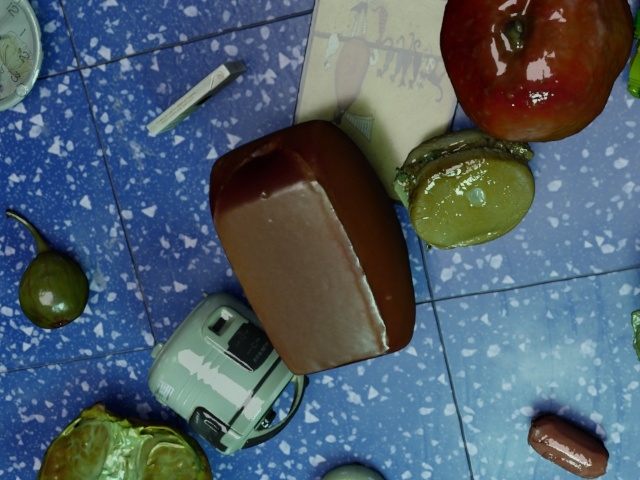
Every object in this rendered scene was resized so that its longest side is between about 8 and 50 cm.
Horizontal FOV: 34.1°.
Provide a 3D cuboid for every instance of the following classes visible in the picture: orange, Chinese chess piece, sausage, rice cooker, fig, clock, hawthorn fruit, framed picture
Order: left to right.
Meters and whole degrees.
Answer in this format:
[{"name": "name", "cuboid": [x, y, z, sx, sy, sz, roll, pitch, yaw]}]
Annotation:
[{"name": "clock", "cuboid": [-0.563, -0.333, 1.749, 0.236, 0.053, 0.237, 3, 103, 14]}, {"name": "fig", "cuboid": [-0.486, 0.042, 1.817, 0.124, 0.124, 0.236, -35, 70, 19]}, {"name": "orange", "cuboid": [-0.341, 0.442, 1.799, 0.334, 0.263, 0.196, 5, 145, 12]}, {"name": "rice cooker", "cuboid": [-0.145, 0.219, 1.703, 0.244, 0.226, 0.226, 39, 109, 3]}, {"name": "Chinese chess piece", "cuboid": [0.057, 0.459, 1.808, 0.144, 0.058, 0.144, 4, 107, 12]}, {"name": "framed picture", "cuboid": [0.090, -0.233, 1.645, 0.255, 0.014, 0.339, 14, 107, 9]}, {"name": "hawthorn fruit", "cuboid": [0.288, -0.276, 1.423, 0.287, 0.330, 0.287, 2, 96, 18]}, {"name": "sausage", "cuboid": [0.399, 0.333, 1.688, 0.141, 0.076, 0.076, 28, 108, 3]}]

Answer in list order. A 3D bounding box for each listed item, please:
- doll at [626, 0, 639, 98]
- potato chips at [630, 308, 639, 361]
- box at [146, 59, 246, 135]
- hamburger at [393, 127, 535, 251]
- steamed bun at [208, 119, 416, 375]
[{"name": "doll", "cuboid": [0.492, -0.284, 1.481, 0.106, 0.134, 0.186, 29, 120, 42]}, {"name": "potato chips", "cuboid": [0.671, 0.156, 1.521, 0.358, 0.070, 0.429, -33, 111, 30]}, {"name": "box", "cuboid": [-0.198, -0.230, 1.672, 0.167, 0.090, 0.024, -35, 94, 19]}, {"name": "hamburger", "cuboid": [0.225, -0.085, 1.579, 0.215, 0.122, 0.189, -21, 132, 12]}, {"name": "steamed bun", "cuboid": [0.000, 0.000, 1.600, 0.235, 0.248, 0.379, -18, 110, 20]}]
